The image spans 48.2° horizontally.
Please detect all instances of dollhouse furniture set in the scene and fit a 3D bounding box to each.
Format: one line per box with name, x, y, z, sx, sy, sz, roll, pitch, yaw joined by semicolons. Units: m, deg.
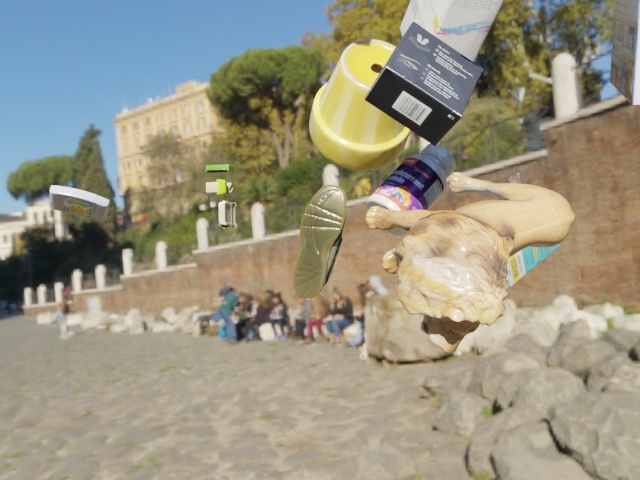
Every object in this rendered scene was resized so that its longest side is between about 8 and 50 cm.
dollhouse furniture set;-0.238;-0.102;1.685;0.058;0.152;0.076;-2;-2;15

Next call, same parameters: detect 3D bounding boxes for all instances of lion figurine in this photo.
lion figurine;0.224;-0.010;0.935;0.392;0.142;0.240;-30;24;-30

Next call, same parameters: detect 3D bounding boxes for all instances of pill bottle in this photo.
pill bottle;0.195;-0.111;1.493;0.193;0.108;0.108;-47;13;-19

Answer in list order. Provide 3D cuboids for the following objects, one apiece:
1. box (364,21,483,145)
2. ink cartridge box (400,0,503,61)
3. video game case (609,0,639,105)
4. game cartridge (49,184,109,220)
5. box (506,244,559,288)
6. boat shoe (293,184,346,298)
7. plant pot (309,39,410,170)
box;0.186;-0.280;1.276;0.156;0.158;0.093;33;-38;-4
ink cartridge box;0.302;-0.537;1.626;0.131;0.226;0.306;7;-40;-15
video game case;0.602;-0.401;1.348;0.061;0.245;0.269;1;22;13
game cartridge;-0.351;-0.055;1.038;0.083;0.017;0.056;14;-34;-14
box;0.353;0.041;1.395;0.244;0.060;0.101;-38;-42;-8
boat shoe;0.001;0.001;1.393;0.080;0.224;0.073;15;5;11
plant pot;0.112;-0.337;1.721;0.253;0.254;0.239;-5;-30;-13
